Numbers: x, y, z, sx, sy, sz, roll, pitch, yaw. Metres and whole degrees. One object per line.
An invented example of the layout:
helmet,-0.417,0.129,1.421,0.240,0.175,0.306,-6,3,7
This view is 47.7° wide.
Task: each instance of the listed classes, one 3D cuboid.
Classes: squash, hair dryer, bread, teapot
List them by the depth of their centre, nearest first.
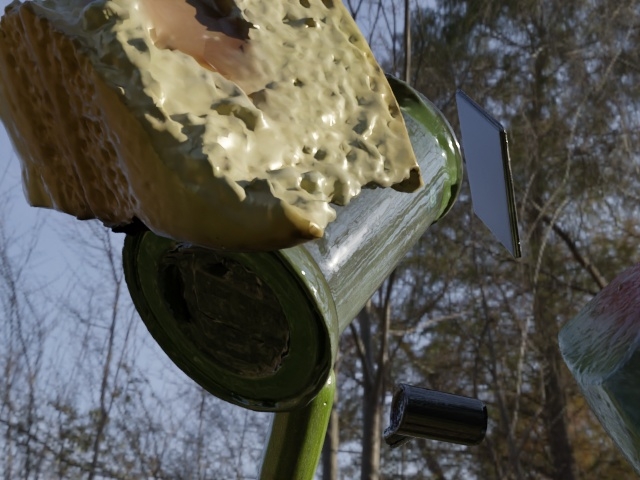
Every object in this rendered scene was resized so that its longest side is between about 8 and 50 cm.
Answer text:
hair dryer,0.054,0.103,0.397,0.047,0.026,0.083,14,-29,-8
bread,-0.080,-0.062,0.455,0.224,0.184,0.211,53,-43,7
teapot,0.000,0.000,0.704,0.200,0.337,0.270,21,-50,21
squash,-0.033,0.232,0.787,0.066,0.229,0.066,15,-3,1

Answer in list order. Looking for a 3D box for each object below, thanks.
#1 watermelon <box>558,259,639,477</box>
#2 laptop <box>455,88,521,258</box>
watermelon,0.262,0.038,0.389,0.257,0.193,0.140,-41,-35,2
laptop,0.199,-0.080,0.859,0.016,0.129,0.180,-21,-55,-3
